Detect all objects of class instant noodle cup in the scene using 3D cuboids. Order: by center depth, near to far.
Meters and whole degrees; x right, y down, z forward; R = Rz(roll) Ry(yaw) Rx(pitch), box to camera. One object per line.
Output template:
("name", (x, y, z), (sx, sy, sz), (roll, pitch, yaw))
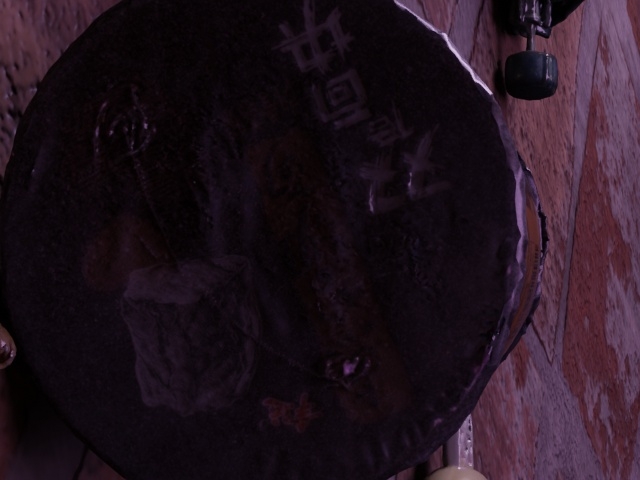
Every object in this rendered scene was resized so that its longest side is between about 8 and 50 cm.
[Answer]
("instant noodle cup", (0.000, 0.000, 0.708), (0.207, 0.218, 0.217), (7, 79, -74))

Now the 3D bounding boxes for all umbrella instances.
("umbrella", (0.194, -0.289, 1.370), (0.143, 0.094, 0.348), (27, 63, -59))

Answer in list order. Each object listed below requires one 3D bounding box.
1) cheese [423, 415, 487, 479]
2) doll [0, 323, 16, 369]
("cheese", (0.092, 0.177, 1.080), (0.127, 0.054, 0.251), (38, 51, -65))
("doll", (-0.142, 0.023, 0.582), (0.061, 0.051, 0.093), (49, 12, -54))
